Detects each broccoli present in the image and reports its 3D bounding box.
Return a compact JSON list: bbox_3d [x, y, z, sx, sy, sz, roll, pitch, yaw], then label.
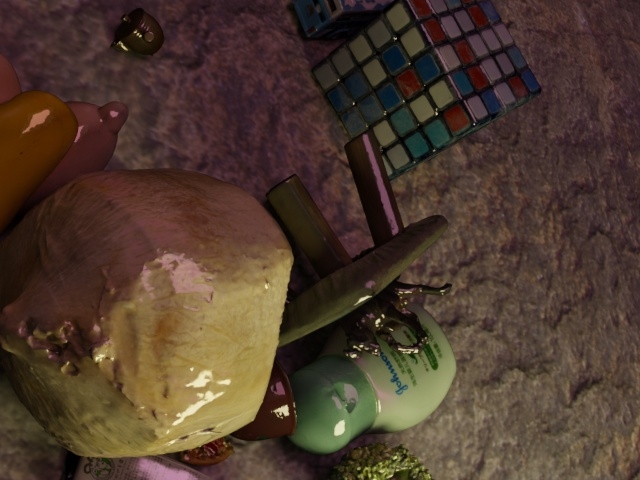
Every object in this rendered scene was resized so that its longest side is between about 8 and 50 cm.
[{"bbox_3d":[0.105,0.427,1.481,0.226,0.176,0.197,28,71,-6],"label":"broccoli"}]

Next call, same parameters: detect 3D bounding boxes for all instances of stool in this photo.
[{"bbox_3d":[0.000,0.000,1.507,0.226,0.310,0.310,56,42,-4],"label":"stool"}]

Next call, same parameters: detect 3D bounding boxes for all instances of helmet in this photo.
[{"bbox_3d":[-0.119,0.234,1.417,0.106,0.155,0.175,-16,64,-23],"label":"helmet"}]

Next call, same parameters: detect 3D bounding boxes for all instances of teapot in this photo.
[{"bbox_3d":[-0.303,-0.340,1.560,0.085,0.110,0.080,-51,129,1],"label":"teapot"}]

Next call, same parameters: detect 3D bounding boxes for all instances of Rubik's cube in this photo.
[{"bbox_3d":[0.215,-0.326,1.873,0.292,0.287,0.293,-28,88,-46],"label":"Rubik's cube"}]

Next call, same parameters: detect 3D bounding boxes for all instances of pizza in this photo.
[{"bbox_3d":[-0.176,0.302,1.382,0.100,0.029,0.099,53,32,-5],"label":"pizza"}]

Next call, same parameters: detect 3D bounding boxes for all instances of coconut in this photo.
[{"bbox_3d":[-0.248,0.094,1.190,0.405,0.405,0.404,20,58,-34],"label":"coconut"}]

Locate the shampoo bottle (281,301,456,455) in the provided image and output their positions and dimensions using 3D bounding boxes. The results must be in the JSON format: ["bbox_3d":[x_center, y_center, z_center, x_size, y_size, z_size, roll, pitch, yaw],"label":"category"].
[{"bbox_3d":[0.070,0.238,1.562,0.350,0.151,0.221,-23,83,-45],"label":"shampoo bottle"}]

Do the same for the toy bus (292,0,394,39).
[{"bbox_3d":[0.085,-0.498,1.954,0.297,0.131,0.106,-17,82,-44],"label":"toy bus"}]

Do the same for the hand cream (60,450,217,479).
[{"bbox_3d":[-0.209,0.367,1.320,0.336,0.076,0.121,28,48,-21],"label":"hand cream"}]

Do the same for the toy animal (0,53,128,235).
[{"bbox_3d":[-0.439,-0.155,1.239,0.247,0.277,0.345,46,48,4],"label":"toy animal"}]

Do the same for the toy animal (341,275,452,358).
[{"bbox_3d":[0.119,0.116,1.536,0.148,0.084,0.232,26,40,6],"label":"toy animal"}]
